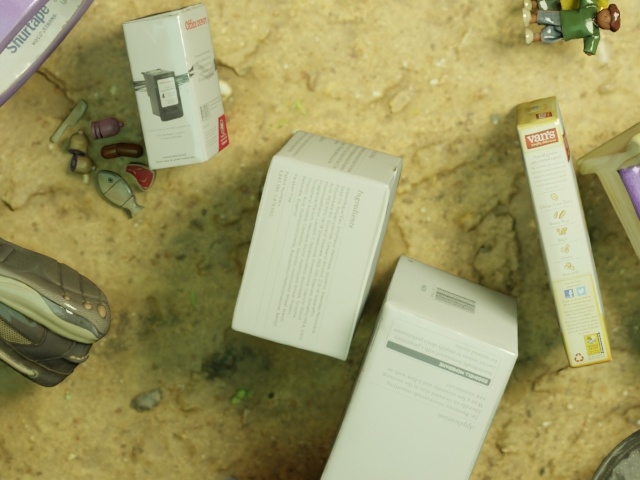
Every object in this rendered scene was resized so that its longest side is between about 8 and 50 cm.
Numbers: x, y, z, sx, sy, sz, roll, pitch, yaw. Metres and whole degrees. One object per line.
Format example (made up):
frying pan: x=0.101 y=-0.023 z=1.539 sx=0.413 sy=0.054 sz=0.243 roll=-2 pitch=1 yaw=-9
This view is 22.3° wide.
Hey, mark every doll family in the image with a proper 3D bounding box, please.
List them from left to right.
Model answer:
doll family: x=0.249 y=-0.276 z=1.578 sx=0.111 sy=0.076 sz=0.193 roll=-6 pitch=98 yaw=13

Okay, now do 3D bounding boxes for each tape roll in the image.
tape roll: x=-0.308 y=-0.216 z=1.550 sx=0.090 sy=0.275 sz=0.275 roll=41 pitch=103 yaw=-2

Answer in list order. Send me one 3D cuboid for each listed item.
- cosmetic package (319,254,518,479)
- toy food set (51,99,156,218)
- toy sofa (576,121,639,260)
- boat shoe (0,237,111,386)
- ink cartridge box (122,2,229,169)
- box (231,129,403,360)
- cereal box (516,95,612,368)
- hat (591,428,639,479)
cosmetic package: x=0.097 y=0.161 z=1.609 sx=0.138 sy=0.224 sz=0.224 roll=21 pitch=104 yaw=2
toy food set: x=-0.221 y=-0.087 z=1.698 sx=0.122 sy=0.019 sz=0.078 roll=39 pitch=103 yaw=-3
toy sofa: x=0.412 y=0.034 z=1.545 sx=0.150 sy=0.177 sz=0.362 roll=-30 pitch=98 yaw=-22
boat shoe: x=-0.396 y=0.041 z=1.689 sx=0.355 sy=0.132 sz=0.130 roll=30 pitch=103 yaw=1
ink cartridge box: x=-0.143 y=-0.156 z=1.628 sx=0.063 sy=0.109 sz=0.150 roll=-8 pitch=101 yaw=12
box: x=0.000 y=0.000 z=1.608 sx=0.119 sy=0.181 sz=0.181 roll=15 pitch=103 yaw=4
cereal box: x=0.236 y=-0.013 z=1.584 sx=0.047 sy=0.173 sz=0.240 roll=-11 pitch=101 yaw=9
hat: x=0.386 y=0.349 z=1.644 sx=0.331 sy=0.134 sz=0.331 roll=4 pitch=71 yaw=-11
